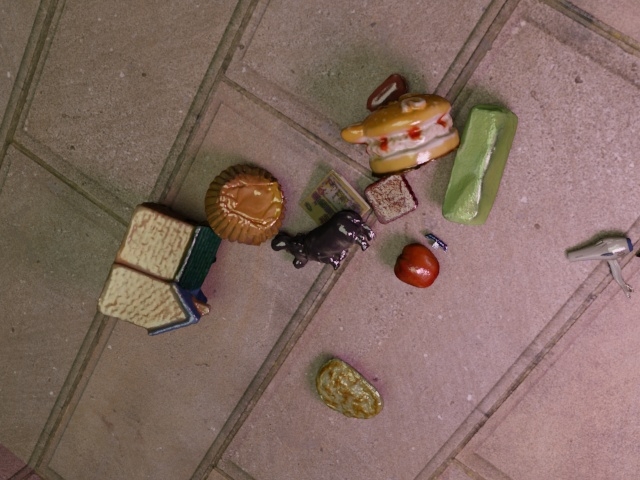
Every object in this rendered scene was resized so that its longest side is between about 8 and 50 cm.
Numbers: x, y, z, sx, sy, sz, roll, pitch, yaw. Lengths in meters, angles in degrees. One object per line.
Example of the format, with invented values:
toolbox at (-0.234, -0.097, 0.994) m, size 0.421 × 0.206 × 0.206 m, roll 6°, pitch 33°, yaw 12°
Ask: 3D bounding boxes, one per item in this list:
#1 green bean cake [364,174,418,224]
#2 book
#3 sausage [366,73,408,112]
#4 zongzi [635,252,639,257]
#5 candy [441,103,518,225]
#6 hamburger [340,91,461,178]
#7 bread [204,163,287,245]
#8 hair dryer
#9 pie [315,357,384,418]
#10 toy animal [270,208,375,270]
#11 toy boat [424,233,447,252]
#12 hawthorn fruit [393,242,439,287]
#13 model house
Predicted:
green bean cake at (0.218, -0.131, 1.763) m, size 0.135 × 0.056 × 0.136 m, roll -26°, pitch 95°, yaw 22°
book at (0.043, -0.109, 1.826) m, size 0.168 × 0.013 × 0.192 m, roll 47°, pitch 129°, yaw 1°
sausage at (0.196, -0.426, 1.684) m, size 0.076 × 0.076 × 0.141 m, roll 46°, pitch 114°, yaw 2°
zongzi at (0.917, 0.024, 1.575) m, size 0.083 × 0.067 × 0.073 m, roll 21°, pitch 118°, yaw 31°
candy at (0.449, -0.210, 1.627) m, size 0.132 × 0.142 × 0.344 m, roll 22°, pitch 108°, yaw 28°
hamburger at (0.220, -0.301, 1.598) m, size 0.302 × 0.261 × 0.186 m, roll -18°, pitch 106°, yaw 25°
bread at (-0.240, -0.118, 1.840) m, size 0.274 × 0.149 × 0.274 m, roll 0°, pitch 85°, yaw -5°
hair dryer at (0.798, 0.080, 1.641) m, size 0.167 × 0.067 × 0.199 m, roll -1°, pitch 119°, yaw 28°
pie at (0.096, 0.507, 1.959) m, size 0.248 × 0.090 × 0.201 m, roll 40°, pitch 123°, yaw 5°
toy animal at (0.004, 0.015, 1.833) m, size 0.343 × 0.106 × 0.168 m, roll -19°, pitch 112°, yaw 33°
toy boat at (0.354, 0.010, 1.766) m, size 0.083 × 0.038 × 0.038 m, roll 37°, pitch 112°, yaw 6°
hawthorn fruit at (0.299, 0.080, 1.753) m, size 0.138 × 0.133 × 0.133 m, roll 31°, pitch 112°, yaw -2°
model house at (-0.504, 0.096, 1.951) m, size 0.342 × 0.334 × 0.382 m, roll 21°, pitch 95°, yaw -8°
